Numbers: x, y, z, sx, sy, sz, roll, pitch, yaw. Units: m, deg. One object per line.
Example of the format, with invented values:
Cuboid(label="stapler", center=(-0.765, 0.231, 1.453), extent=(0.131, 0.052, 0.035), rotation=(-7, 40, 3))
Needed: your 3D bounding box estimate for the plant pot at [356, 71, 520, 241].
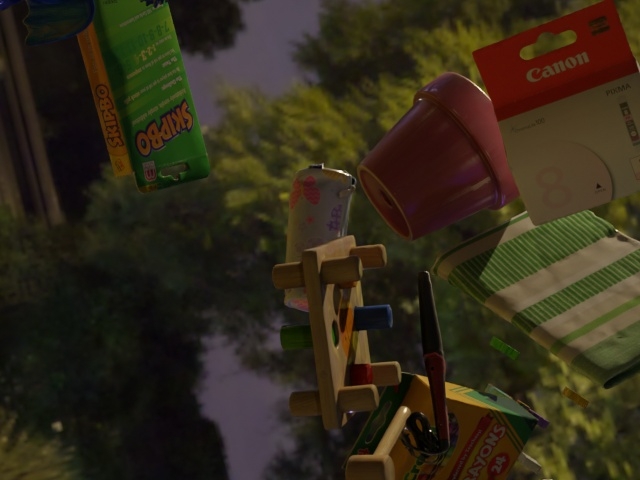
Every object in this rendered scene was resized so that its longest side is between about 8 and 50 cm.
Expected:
Cuboid(label="plant pot", center=(0.158, -0.101, 1.659), extent=(0.201, 0.180, 0.201), rotation=(52, -9, 12))

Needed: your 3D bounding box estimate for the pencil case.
Cuboid(label="pencil case", center=(0.000, 0.000, 2.244), extent=(0.113, 0.124, 0.273), rotation=(60, 33, -69))

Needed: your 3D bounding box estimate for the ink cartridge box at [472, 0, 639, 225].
Cuboid(label="ink cartridge box", center=(0.312, -0.153, 1.485), extent=(0.232, 0.189, 0.066), rotation=(63, 19, -22))

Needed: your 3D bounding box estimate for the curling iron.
Cuboid(label="curling iron", center=(0.146, 0.173, 1.679), extent=(0.035, 0.068, 0.273), rotation=(114, -21, -70))

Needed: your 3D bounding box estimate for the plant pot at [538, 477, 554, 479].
Cuboid(label="plant pot", center=(0.268, 0.358, 1.154), extent=(0.228, 0.227, 0.207), rotation=(72, 30, -66))

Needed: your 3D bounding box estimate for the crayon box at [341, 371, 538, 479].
Cuboid(label="crayon box", center=(0.210, 0.353, 2.077), extent=(0.081, 0.319, 0.202), rotation=(39, -74, 50))

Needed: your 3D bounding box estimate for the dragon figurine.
Cuboid(label="dragon figurine", center=(-0.248, -0.226, 1.051), extent=(0.144, 0.289, 0.085), rotation=(20, 59, -59))

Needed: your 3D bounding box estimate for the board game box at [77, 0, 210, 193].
Cuboid(label="board game box", center=(-0.192, -0.181, 1.262), extent=(0.039, 0.124, 0.259), rotation=(-14, -86, 35))

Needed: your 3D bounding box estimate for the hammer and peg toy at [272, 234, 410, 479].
Cuboid(label="hammer and peg toy", center=(0.035, 0.179, 1.760), extent=(0.266, 0.127, 0.361), rotation=(-23, 106, -75))

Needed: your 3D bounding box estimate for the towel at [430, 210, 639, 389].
Cuboid(label="towel", center=(0.324, 0.056, 1.508), extent=(0.325, 0.248, 0.038), rotation=(37, -39, 46))

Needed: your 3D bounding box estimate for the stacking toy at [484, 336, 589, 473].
Cuboid(label="stacking toy", center=(0.361, 0.304, 2.216), extent=(0.221, 0.167, 0.052), rotation=(34, 1, -4))
